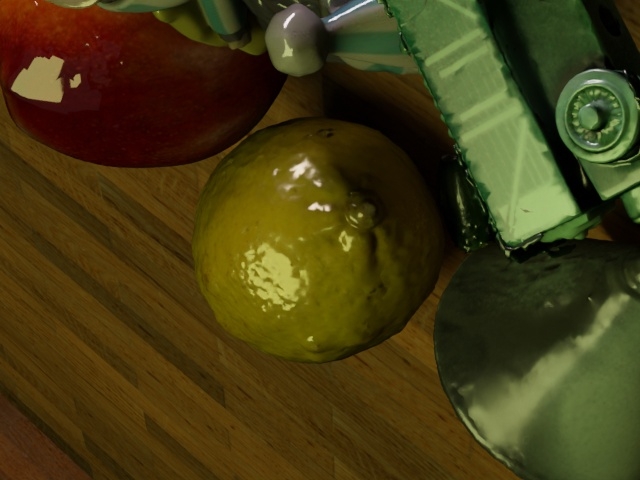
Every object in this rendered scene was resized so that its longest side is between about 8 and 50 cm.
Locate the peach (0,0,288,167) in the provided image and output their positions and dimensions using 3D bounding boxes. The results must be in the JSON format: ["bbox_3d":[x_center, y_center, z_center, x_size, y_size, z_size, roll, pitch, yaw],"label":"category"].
[{"bbox_3d":[-0.192,-0.214,1.563,0.308,0.332,0.308,37,140,39],"label":"peach"}]

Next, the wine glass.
[{"bbox_3d":[0.280,0.010,1.193,0.267,0.267,0.406,47,146,12],"label":"wine glass"}]

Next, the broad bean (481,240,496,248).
[{"bbox_3d":[0.245,0.087,1.543,0.227,0.039,0.069,45,169,12],"label":"broad bean"}]

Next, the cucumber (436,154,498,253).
[{"bbox_3d":[0.144,-0.037,1.560,0.067,0.035,0.107,14,133,52],"label":"cucumber"}]

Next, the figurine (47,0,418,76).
[{"bbox_3d":[0.029,-0.255,1.182,0.378,0.361,0.266,10,108,32],"label":"figurine"}]

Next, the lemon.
[{"bbox_3d":[0.000,0.000,1.589,0.322,0.268,0.268,-8,116,59],"label":"lemon"}]

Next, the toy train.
[{"bbox_3d":[0.148,-0.123,1.001,0.154,0.115,0.269,-28,85,37],"label":"toy train"}]
